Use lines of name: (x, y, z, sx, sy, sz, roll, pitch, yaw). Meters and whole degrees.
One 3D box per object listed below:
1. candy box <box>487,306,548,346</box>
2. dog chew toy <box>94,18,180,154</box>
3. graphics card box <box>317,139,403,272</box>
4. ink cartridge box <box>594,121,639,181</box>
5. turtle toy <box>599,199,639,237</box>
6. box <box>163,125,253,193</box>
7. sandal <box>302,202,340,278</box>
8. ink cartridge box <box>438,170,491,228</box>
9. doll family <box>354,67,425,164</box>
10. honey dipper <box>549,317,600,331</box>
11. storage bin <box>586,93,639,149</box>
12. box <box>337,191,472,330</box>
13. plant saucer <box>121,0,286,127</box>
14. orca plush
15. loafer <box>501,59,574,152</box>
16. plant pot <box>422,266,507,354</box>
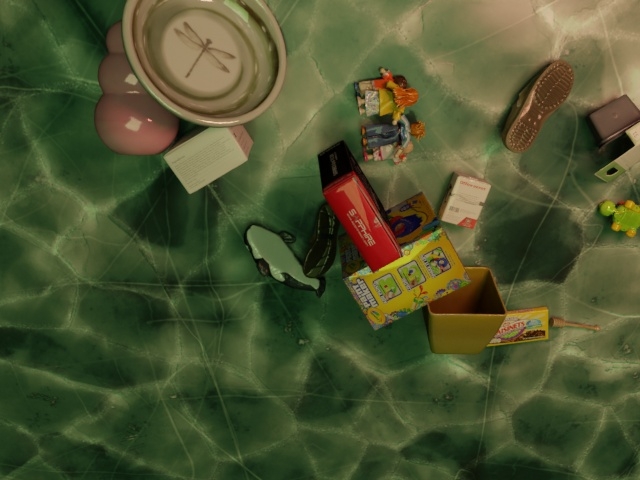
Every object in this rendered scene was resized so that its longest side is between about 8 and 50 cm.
candy box: (0.592, 0.265, 1.868, 0.205, 0.027, 0.105, -8, 109, 2)
dog chew toy: (-0.455, -0.381, 1.504, 0.206, 0.206, 0.332, 0, 103, -1)
graphics card box: (0.091, -0.099, 1.528, 0.094, 0.371, 0.233, -30, 110, 10)
ink cartridge box: (0.828, -0.249, 1.595, 0.235, 0.171, 0.056, -36, 67, 29)
turtle toy: (0.848, -0.073, 1.713, 0.130, 0.066, 0.095, 20, 110, -8)
box: (-0.283, -0.235, 1.568, 0.181, 0.181, 0.119, -29, 111, 11)
sandal: (0.000, 0.000, 1.732, 0.090, 0.060, 0.219, 8, 96, -22)
ink cartridge box: (0.399, -0.113, 1.695, 0.099, 0.056, 0.135, 15, 112, -7)
doll family: (0.185, -0.309, 1.579, 0.163, 0.118, 0.263, -9, 112, 2)
honey dipper: (0.783, 0.262, 1.871, 0.160, 0.030, 0.031, 9, 112, -9)
storage bin: (0.775, -0.315, 1.609, 0.135, 0.098, 0.091, -30, 82, 11)
box: (0.212, 0.048, 1.633, 0.279, 0.290, 0.177, -29, 110, 9)
plant saucer: (-0.278, -0.453, 1.456, 0.400, 0.100, 0.401, 6, 78, -29)
orca plush: (-0.114, 0.063, 1.764, 0.287, 0.102, 0.151, 26, 65, -21)
loafer: (0.551, -0.351, 1.587, 0.102, 0.092, 0.269, 36, 91, -18)
plant pot: (0.391, 0.212, 1.760, 0.212, 0.212, 0.187, 1, 126, -1)
